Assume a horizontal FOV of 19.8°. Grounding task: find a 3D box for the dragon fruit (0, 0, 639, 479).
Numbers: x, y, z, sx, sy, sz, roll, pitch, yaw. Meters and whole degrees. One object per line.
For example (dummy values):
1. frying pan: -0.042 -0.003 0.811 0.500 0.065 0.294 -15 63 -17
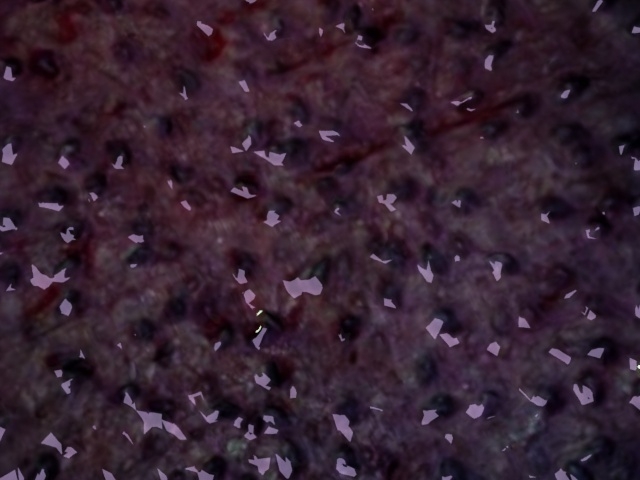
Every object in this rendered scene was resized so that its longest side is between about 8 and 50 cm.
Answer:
1. dragon fruit: -0.001 0.004 0.501 0.218 0.148 0.223 -33 79 -5
